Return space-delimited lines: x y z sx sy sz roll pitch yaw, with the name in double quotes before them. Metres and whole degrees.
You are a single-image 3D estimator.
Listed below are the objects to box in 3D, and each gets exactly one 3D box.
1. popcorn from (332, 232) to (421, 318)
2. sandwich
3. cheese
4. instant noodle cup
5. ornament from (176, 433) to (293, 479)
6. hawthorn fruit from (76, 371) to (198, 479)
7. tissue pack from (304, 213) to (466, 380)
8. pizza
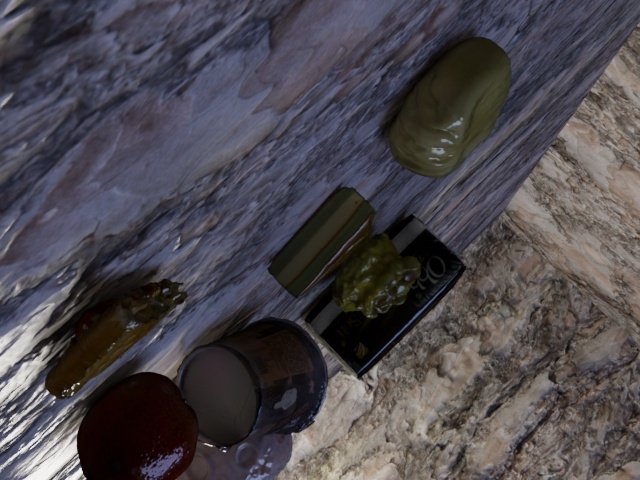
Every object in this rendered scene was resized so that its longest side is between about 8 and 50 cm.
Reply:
"popcorn" 0.116 0.082 1.817 0.197 0.155 0.197 -45 166 -15
"sandwich" 0.000 0.000 1.358 0.163 0.079 0.113 -38 164 -26
"cheese" 0.202 -0.205 1.308 0.226 0.117 0.214 -48 165 -14
"instant noodle cup" -0.124 0.250 1.471 0.217 0.217 0.207 -50 160 18
"ornament" -0.189 0.408 1.689 0.259 0.225 0.259 -44 167 -13
"hawthorn fruit" -0.266 0.279 1.198 0.188 0.169 0.169 -33 163 -34
"tissue pack" 0.143 0.139 2.003 0.370 0.198 0.210 -44 172 -7
"pizza" -0.219 0.088 0.956 0.188 0.062 0.199 -39 180 34
